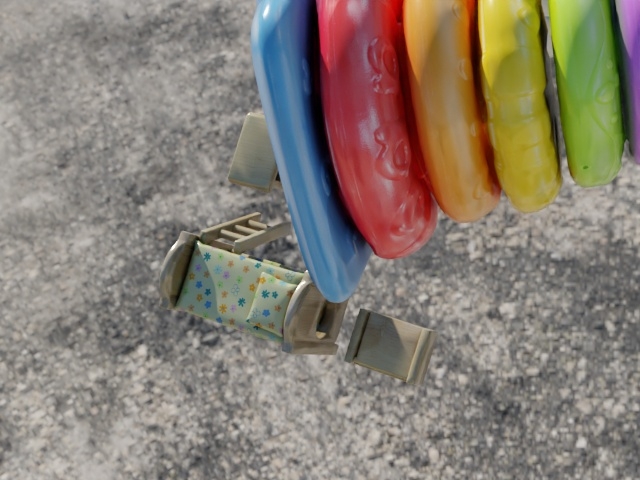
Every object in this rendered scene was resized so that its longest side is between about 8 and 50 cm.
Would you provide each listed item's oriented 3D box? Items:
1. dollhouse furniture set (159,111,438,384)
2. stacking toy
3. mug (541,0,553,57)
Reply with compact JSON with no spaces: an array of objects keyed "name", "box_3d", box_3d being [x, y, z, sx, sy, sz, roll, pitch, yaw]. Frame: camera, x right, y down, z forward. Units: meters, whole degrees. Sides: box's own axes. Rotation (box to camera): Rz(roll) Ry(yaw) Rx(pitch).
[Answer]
[{"name":"dollhouse furniture set","box_3d":[0.000,0.000,0.662,0.181,0.101,0.161,16,89,22]},{"name":"stacking toy","box_3d":[0.127,-0.082,0.462,0.301,0.166,0.175,-6,21,18]},{"name":"mug","box_3d":[0.136,-0.298,0.772,0.328,0.276,0.374,25,49,-18]}]
